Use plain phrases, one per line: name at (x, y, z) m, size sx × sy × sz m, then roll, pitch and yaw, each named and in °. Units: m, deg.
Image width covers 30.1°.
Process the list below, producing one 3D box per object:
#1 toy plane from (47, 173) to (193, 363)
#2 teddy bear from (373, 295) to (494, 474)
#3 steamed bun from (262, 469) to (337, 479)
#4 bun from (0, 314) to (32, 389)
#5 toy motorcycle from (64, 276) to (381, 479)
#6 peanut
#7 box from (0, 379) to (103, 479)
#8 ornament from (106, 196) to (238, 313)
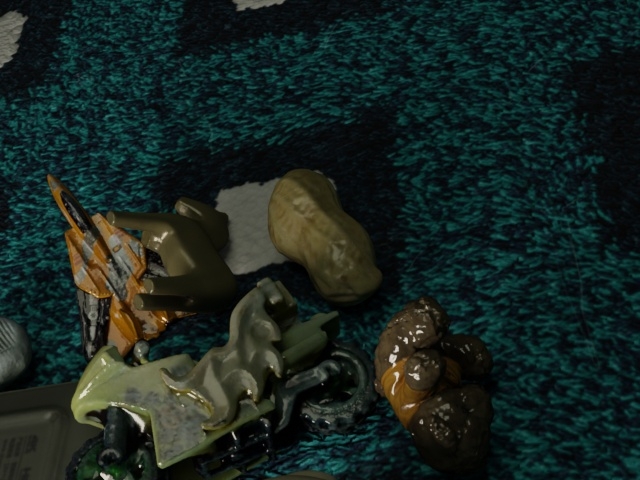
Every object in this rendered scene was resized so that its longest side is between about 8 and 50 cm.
toy plane at (-0.322, 0.026, 1.763) m, size 0.204 × 0.103 × 0.316 m, roll -32°, pitch 61°, yaw -14°
teddy bear at (0.139, 0.185, 1.411) m, size 0.140 × 0.177 × 0.190 m, roll -33°, pitch 52°, yaw 14°
steamed bun at (0.003, 0.341, 1.306) m, size 0.228 × 0.177 × 0.130 m, roll 15°, pitch 25°, yaw 30°
bun at (-0.486, 0.172, 1.725) m, size 0.140 × 0.083 × 0.141 m, roll -4°, pitch 43°, yaw 4°
toy motorcycle at (-0.136, 0.198, 1.496) m, size 0.410 × 0.169 × 0.237 m, roll -20°, pitch 56°, yaw -13°
peanut at (0.000, 0.000, 1.680) m, size 0.123 × 0.123 × 0.257 m, roll -26°, pitch 47°, yaw -5°
box at (-0.444, 0.355, 1.522) m, size 0.373 × 0.090 × 0.367 m, roll -11°, pitch 45°, yaw 13°
ornament at (-0.195, 0.012, 1.713) m, size 0.061 × 0.245 × 0.230 m, roll -55°, pitch 52°, yaw 26°
